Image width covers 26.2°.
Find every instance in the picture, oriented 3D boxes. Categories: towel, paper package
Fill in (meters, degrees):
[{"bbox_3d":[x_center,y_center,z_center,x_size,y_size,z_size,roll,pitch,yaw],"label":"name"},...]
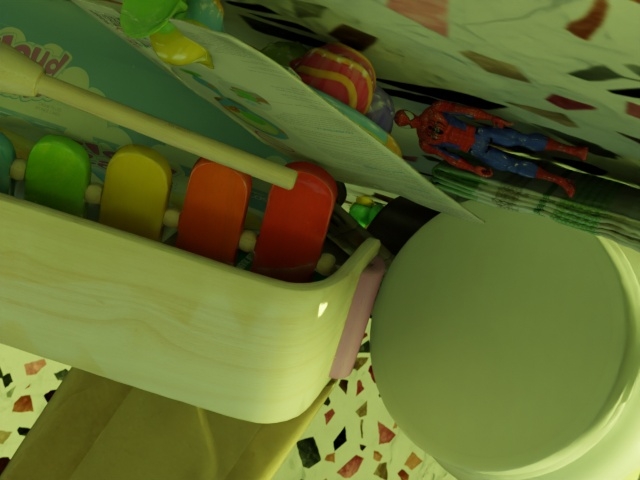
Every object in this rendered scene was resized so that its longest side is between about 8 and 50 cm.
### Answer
[{"bbox_3d":[0.153,-0.027,0.872,0.152,0.023,0.113,17,-164,16],"label":"towel"},{"bbox_3d":[-0.107,0.133,1.129,0.168,0.309,0.325,34,-166,1],"label":"paper package"}]

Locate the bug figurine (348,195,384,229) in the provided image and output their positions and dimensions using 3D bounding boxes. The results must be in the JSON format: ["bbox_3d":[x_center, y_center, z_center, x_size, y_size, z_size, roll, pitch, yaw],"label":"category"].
[{"bbox_3d":[0.039,-0.014,1.625,0.216,0.072,0.279,9,169,25],"label":"bug figurine"}]

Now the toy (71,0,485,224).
[{"bbox_3d":[-0.011,-0.086,0.758,0.137,0.056,0.237,20,175,43],"label":"toy"}]

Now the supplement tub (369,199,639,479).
[{"bbox_3d":[0.204,0.096,1.093,0.235,0.235,0.325,16,177,35],"label":"supplement tub"}]

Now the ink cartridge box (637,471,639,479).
[{"bbox_3d":[0.279,0.089,0.785,0.121,0.211,0.289,16,178,5],"label":"ink cartridge box"}]

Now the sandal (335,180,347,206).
[{"bbox_3d":[-0.028,-0.065,1.267,0.180,0.049,0.072,13,149,54],"label":"sandal"}]

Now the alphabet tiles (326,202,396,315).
[{"bbox_3d":[0.000,0.000,1.272,0.237,0.009,0.198,43,162,-9],"label":"alphabet tiles"}]

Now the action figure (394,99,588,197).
[{"bbox_3d":[0.099,-0.057,0.812,0.115,0.038,0.030,16,-161,0],"label":"action figure"}]

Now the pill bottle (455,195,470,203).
[{"bbox_3d":[0.123,-0.004,1.195,0.043,0.083,0.043,17,177,1],"label":"pill bottle"}]

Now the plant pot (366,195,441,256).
[{"bbox_3d":[0.131,0.039,1.353,0.165,0.167,0.167,25,-179,31],"label":"plant pot"}]

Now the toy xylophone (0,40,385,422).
[{"bbox_3d":[-0.114,-0.002,0.850,0.322,0.236,0.081,24,-142,-2],"label":"toy xylophone"}]

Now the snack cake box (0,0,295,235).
[{"bbox_3d":[-0.145,-0.088,0.949,0.264,0.089,0.152,18,167,-2],"label":"snack cake box"}]

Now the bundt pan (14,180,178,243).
[{"bbox_3d":[-0.259,-0.065,1.324,0.330,0.124,0.331,29,173,4],"label":"bundt pan"}]
